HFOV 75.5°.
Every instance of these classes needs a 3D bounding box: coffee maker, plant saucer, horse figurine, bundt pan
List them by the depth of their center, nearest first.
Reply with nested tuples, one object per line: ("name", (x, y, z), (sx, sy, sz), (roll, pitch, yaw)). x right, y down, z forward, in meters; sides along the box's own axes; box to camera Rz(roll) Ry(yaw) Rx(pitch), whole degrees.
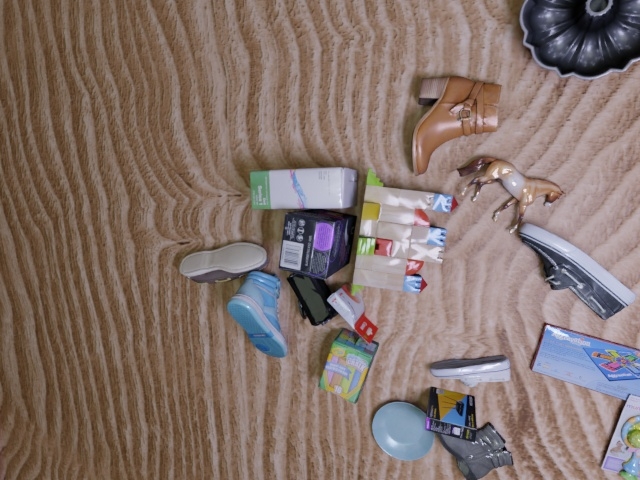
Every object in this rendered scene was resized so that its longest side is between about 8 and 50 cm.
("bundt pan", (0.661, -0.557, 0.992), (0.331, 0.124, 0.330), (9, 111, 26))
("horse figurine", (0.509, -0.146, 1.142), (0.263, 0.066, 0.174), (41, 112, 7))
("coffee maker", (-0.016, 0.164, 1.294), (0.120, 0.171, 0.178), (-28, 88, -20))
("plant saucer", (0.264, 0.601, 1.321), (0.195, 0.037, 0.194), (2, 97, 17))

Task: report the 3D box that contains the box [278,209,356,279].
("box", (0.000, 0.000, 1.213), (0.143, 0.270, 0.165), (12, 100, 16))

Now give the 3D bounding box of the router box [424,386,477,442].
("router box", (0.378, 0.498, 1.197), (0.133, 0.179, 0.046), (7, 100, 17))

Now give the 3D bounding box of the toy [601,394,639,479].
("toy", (0.865, 0.542, 1.098), (0.137, 0.056, 0.237), (12, 107, 7))

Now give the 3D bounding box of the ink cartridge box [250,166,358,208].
("ink cartridge box", (-0.041, -0.155, 1.246), (0.278, 0.201, 0.117), (1, 97, 17))

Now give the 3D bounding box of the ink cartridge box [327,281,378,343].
("ink cartridge box", (0.113, 0.217, 1.268), (0.179, 0.145, 0.045), (43, 108, 9))

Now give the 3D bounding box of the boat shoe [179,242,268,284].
("boat shoe", (-0.320, 0.088, 1.421), (0.325, 0.096, 0.116), (-10, 53, 15))

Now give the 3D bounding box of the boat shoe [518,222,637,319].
("boat shoe", (0.654, 0.086, 1.091), (0.335, 0.121, 0.119), (38, 102, 8))

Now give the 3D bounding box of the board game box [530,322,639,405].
("board game box", (0.750, 0.338, 1.139), (0.281, 0.027, 0.145), (16, 103, 16))

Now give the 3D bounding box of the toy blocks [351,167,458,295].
("toy blocks", (0.242, -0.003, 1.203), (0.261, 0.191, 0.381), (8, 98, 6))

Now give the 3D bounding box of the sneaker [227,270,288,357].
("sneaker", (-0.167, 0.233, 1.381), (0.127, 0.208, 0.319), (-3, 132, 25))

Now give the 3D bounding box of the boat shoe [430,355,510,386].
("boat shoe", (0.442, 0.394, 1.215), (0.226, 0.083, 0.075), (-11, 92, 18))

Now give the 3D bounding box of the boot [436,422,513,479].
("boot", (0.454, 0.592, 1.249), (0.161, 0.083, 0.246), (-35, 87, 8))

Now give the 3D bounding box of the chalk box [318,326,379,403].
("chalk box", (0.097, 0.368, 1.299), (0.132, 0.132, 0.213), (20, 101, 15))

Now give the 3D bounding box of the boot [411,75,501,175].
("boot", (0.375, -0.312, 1.158), (0.220, 0.109, 0.283), (10, 92, 13))
